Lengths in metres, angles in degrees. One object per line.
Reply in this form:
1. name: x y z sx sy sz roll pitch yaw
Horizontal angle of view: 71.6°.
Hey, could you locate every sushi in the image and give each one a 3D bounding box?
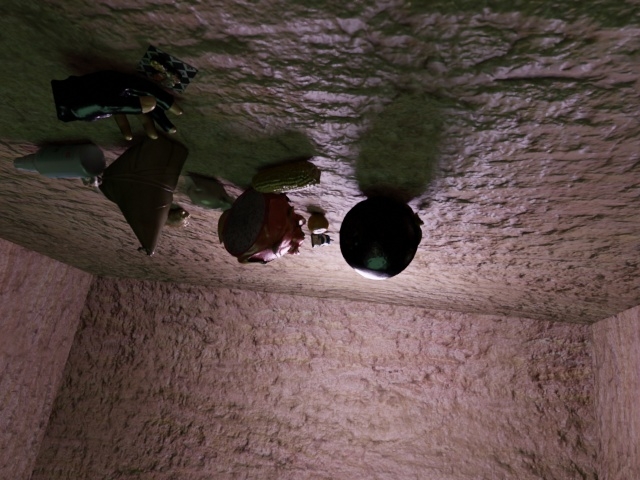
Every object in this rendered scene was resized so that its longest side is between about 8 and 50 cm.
1. sushi: -0.372 -0.395 1.064 0.120 0.026 0.126 19 159 -33

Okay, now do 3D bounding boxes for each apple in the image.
1. apple: -0.009 -0.067 1.816 0.089 0.074 0.089 5 162 2

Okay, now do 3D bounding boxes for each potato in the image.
1. potato: -0.367 -0.079 1.881 0.182 0.117 0.202 -30 -178 -32

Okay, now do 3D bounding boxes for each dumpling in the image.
1. dumpling: -0.422 -0.168 1.645 0.199 0.118 0.136 38 150 -17

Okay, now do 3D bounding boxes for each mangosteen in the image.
1. mangosteen: 0.213 -0.004 1.581 0.297 0.297 0.313 -1 170 26

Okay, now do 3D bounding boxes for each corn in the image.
1. corn: -0.115 -0.200 1.439 0.260 0.091 0.091 -5 122 36

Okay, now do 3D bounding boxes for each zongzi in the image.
1. zongzi: -0.628 -0.111 1.447 0.447 0.418 0.181 -17 153 41

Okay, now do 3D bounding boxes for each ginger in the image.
1. ginger: -0.666 -0.100 2.017 0.213 0.074 0.137 -3 159 15

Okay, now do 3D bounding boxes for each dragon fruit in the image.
1. dragon fruit: -0.194 -0.039 1.651 0.226 0.305 0.305 21 158 -41

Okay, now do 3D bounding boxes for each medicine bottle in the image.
1. medicine bottle: -0.919 -0.272 1.540 0.352 0.110 0.110 2 161 20

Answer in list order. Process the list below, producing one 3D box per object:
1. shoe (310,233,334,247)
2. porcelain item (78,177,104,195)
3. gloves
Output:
1. shoe: 0.000 0.000 2.050 0.071 0.064 0.143 -3 174 -29
2. porcelain item: -0.895 -0.236 1.732 0.084 0.054 0.213 -1 159 21
3. gloves: -0.498 -0.338 1.101 0.301 0.152 0.197 12 -176 -30
